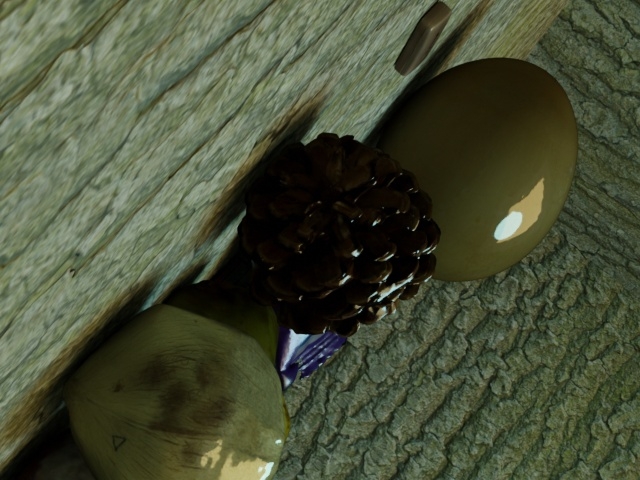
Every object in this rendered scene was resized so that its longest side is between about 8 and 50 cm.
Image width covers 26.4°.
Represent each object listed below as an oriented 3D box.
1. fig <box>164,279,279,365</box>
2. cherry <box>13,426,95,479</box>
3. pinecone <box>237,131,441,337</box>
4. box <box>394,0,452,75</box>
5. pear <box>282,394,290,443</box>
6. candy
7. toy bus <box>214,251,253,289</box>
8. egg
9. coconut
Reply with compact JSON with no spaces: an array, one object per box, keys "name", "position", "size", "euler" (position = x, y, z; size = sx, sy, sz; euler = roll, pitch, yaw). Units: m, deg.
[{"name":"fig","position":[-0.117,0.124,1.529],"size":[0.144,0.165,0.154],"euler":[-18,152,16]},{"name":"cherry","position":[-0.229,0.300,1.501],"size":[0.236,0.213,0.285],"euler":[-61,164,4]},{"name":"pinecone","position":[0.012,-0.015,1.436],"size":[0.221,0.221,0.221],"euler":[-50,175,-6]},{"name":"box","position":[0.126,-0.246,1.680],"size":[0.048,0.025,0.115],"euler":[-49,175,-30]},{"name":"pear","position":[-0.162,0.324,2.427],"size":[0.209,0.209,0.209],"euler":[-50,175,-6]},{"name":"candy","position":[-0.026,0.043,1.665],"size":[0.145,0.070,0.275],"euler":[-36,129,-40]},{"name":"toy bus","position":[-0.112,0.082,1.709],"size":[0.195,0.081,0.089],"euler":[-48,-175,-39]},{"name":"egg","position":[0.235,-0.109,2.107],"size":[0.374,0.301,0.301],"euler":[-61,171,29]},{"name":"coconut","position":[-0.149,0.172,1.346],"size":[0.224,0.224,0.224],"euler":[-50,175,-6]}]
